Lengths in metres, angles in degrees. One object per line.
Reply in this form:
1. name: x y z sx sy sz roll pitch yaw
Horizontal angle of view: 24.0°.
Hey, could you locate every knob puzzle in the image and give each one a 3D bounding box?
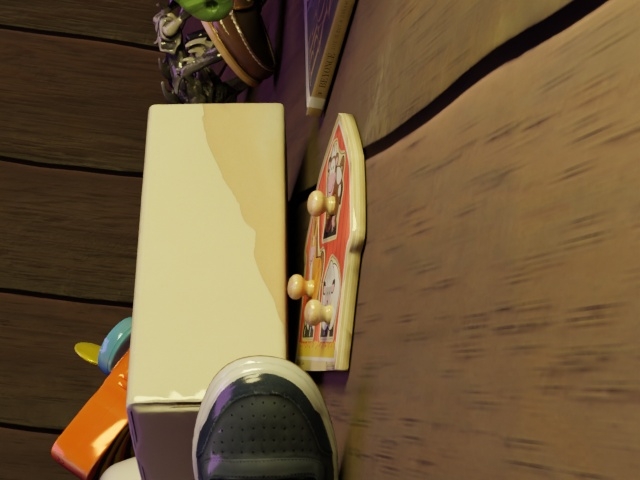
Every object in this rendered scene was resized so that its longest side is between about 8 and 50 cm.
1. knob puzzle: 0.000 0.000 1.120 0.213 0.030 0.213 -173 90 -81

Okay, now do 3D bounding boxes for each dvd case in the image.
1. dvd case: 0.014 -0.235 1.232 0.221 0.018 0.164 107 166 -47

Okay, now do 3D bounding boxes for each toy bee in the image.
1. toy bee: -0.155 0.145 1.631 0.195 0.298 0.162 53 -179 24

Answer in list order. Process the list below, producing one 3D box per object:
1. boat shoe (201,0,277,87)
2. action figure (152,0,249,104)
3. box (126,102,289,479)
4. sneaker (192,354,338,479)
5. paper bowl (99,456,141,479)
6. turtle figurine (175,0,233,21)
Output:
1. boat shoe: -0.098 -0.263 1.588 0.207 0.073 0.073 61 -161 10
2. action figure: -0.133 -0.240 1.752 0.164 0.141 0.275 -116 7 -58
3. box: -0.087 0.044 1.249 0.148 0.121 0.311 90 179 -52
4. sneaker: -0.039 0.226 0.975 0.153 0.099 0.282 -94 7 -65
5. paper bowl: -0.134 0.303 1.342 0.284 0.148 0.284 -174 90 -81
6. turtle figurine: -0.093 -0.357 1.419 0.274 0.198 0.266 102 166 -45
